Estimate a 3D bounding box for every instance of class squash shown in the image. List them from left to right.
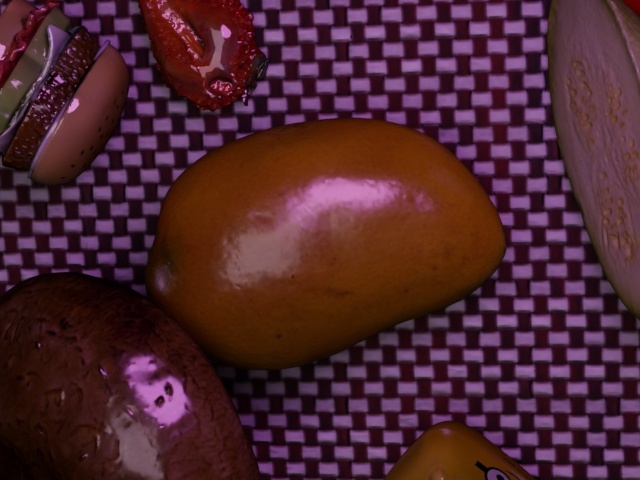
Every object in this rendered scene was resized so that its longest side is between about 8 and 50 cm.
[{"bbox_3d":[0.247,-0.072,1.609,0.260,0.189,0.189,43,105,-4],"label":"squash"}]

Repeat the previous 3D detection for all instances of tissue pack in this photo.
[{"bbox_3d":[0.139,0.253,1.721,0.178,0.127,0.123,41,107,3],"label":"tissue pack"}]

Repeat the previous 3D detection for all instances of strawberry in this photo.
[{"bbox_3d":[-0.112,-0.182,1.735,0.104,0.048,0.152,-44,93,12],"label":"strawberry"}]

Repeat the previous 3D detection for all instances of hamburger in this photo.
[{"bbox_3d":[-0.247,-0.126,1.721,0.137,0.175,0.175,31,105,-7],"label":"hamburger"}]

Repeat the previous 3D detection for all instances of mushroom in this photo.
[{"bbox_3d":[-0.194,0.183,1.695,0.345,0.239,0.345,11,126,15],"label":"mushroom"}]

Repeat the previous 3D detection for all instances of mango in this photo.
[{"bbox_3d":[0.000,0.000,1.684,0.317,0.173,0.211,-12,98,7],"label":"mango"}]

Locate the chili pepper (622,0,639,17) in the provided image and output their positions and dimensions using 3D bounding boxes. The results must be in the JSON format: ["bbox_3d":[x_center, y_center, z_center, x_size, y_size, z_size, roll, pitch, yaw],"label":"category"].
[{"bbox_3d":[0.291,-0.201,1.636,0.272,0.071,0.063,39,99,4],"label":"chili pepper"}]
